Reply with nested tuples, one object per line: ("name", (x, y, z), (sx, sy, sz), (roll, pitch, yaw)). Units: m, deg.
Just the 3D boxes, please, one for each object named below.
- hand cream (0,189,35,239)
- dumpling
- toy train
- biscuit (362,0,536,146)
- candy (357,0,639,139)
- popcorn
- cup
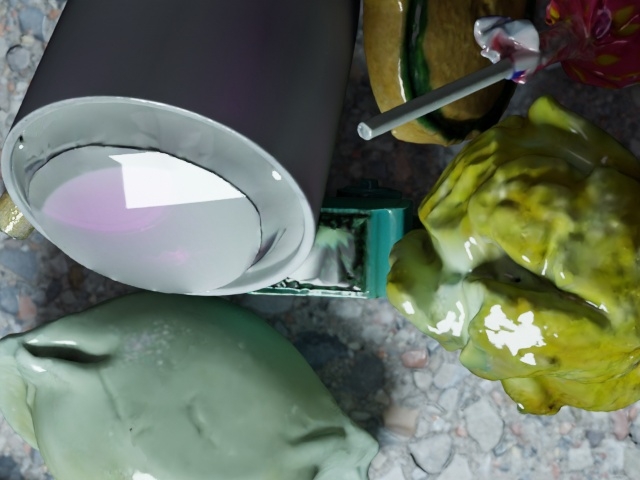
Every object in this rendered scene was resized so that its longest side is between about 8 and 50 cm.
("hand cream", (-0.249, -0.083, 1.518), (0.084, 0.084, 0.203), (45, 107, 3))
("dumpling", (-0.146, 0.179, 1.454), (0.320, 0.212, 0.270), (43, 103, 15))
("toy train", (0.000, 0.000, 1.440), (0.198, 0.154, 0.107), (2, 99, 9))
("biscuit", (0.107, -0.253, 1.339), (0.057, 0.287, 0.343), (9, 93, 37))
("candy", (0.170, -0.149, 1.327), (0.365, 0.124, 0.124), (-26, 90, -33))
("popcorn", (0.201, 0.029, 1.309), (0.276, 0.276, 0.225), (43, 101, 4))
("cup", (-0.098, -0.157, 1.320), (0.253, 0.253, 0.371), (7, 56, 9))
